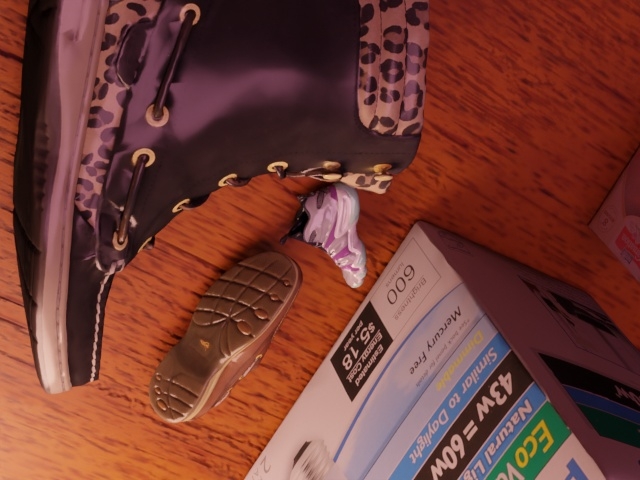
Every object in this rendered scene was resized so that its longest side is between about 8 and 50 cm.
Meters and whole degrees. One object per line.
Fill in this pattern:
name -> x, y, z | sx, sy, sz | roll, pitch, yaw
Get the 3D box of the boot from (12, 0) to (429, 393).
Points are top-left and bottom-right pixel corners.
boot -> -0.081, -0.057, 1.073 | 0.284, 0.138, 0.378 | -1, 115, -20

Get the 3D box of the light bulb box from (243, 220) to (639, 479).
light bulb box -> 0.136, 0.243, 1.194 | 0.225, 0.361, 0.358 | 22, 110, -30

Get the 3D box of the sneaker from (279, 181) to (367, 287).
sneaker -> 0.000, 0.000, 1.194 | 0.069, 0.038, 0.098 | -14, 114, -11

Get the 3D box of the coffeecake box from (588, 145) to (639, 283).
coffeecake box -> 0.331, -0.045, 1.223 | 0.068, 0.142, 0.185 | 19, 112, -27

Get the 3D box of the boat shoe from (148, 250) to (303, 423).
boat shoe -> -0.074, 0.080, 1.205 | 0.178, 0.064, 0.060 | -51, 154, 15
